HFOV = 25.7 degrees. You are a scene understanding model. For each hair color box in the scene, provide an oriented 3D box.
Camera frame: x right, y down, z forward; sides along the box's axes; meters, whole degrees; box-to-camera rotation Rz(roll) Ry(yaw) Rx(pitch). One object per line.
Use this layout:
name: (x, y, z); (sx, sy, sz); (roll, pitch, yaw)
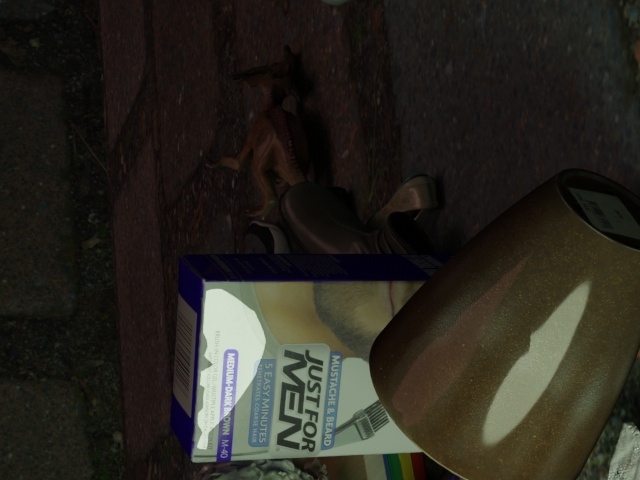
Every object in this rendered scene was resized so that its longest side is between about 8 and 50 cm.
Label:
hair color box: (0.028, 0.113, 1.406); (0.110, 0.339, 0.185); (-144, 56, -66)

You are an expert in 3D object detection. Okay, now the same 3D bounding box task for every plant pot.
plant pot: (0.187, 0.061, 1.188); (0.230, 0.215, 0.215); (-61, 32, 31)

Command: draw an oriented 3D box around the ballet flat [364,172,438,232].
ballet flat: (0.093, -0.022, 1.666); (0.168, 0.057, 0.052); (124, 132, -60)

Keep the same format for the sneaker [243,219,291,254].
sneaker: (-0.119, 0.072, 2.149); (0.101, 0.153, 0.268); (109, 154, -45)

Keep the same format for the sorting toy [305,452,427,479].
sorting toy: (0.050, 0.265, 1.741); (0.257, 0.089, 0.255); (120, 145, -58)

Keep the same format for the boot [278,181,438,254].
boot: (0.065, 0.002, 1.607); (0.246, 0.083, 0.161); (49, 150, 8)

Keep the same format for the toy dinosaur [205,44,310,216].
toy dinosaur: (-0.061, -0.155, 2.038); (0.295, 0.127, 0.200); (54, 133, 52)

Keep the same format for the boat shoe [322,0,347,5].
boat shoe: (0.019, -0.424, 1.838); (0.076, 0.083, 0.226); (141, 128, -68)

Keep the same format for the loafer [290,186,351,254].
loafer: (0.000, 0.000, 1.940); (0.170, 0.062, 0.061); (111, 148, -50)

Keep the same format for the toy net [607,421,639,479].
toy net: (0.267, 0.267, 1.164); (0.122, 0.045, 0.232); (159, 111, -73)

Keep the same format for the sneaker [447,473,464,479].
sneaker: (0.137, 0.292, 1.507); (0.068, 0.071, 0.170); (-109, 27, -44)

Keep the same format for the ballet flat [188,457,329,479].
ballet flat: (-0.064, 0.265, 1.492); (0.409, 0.147, 0.147); (53, -151, -70)
